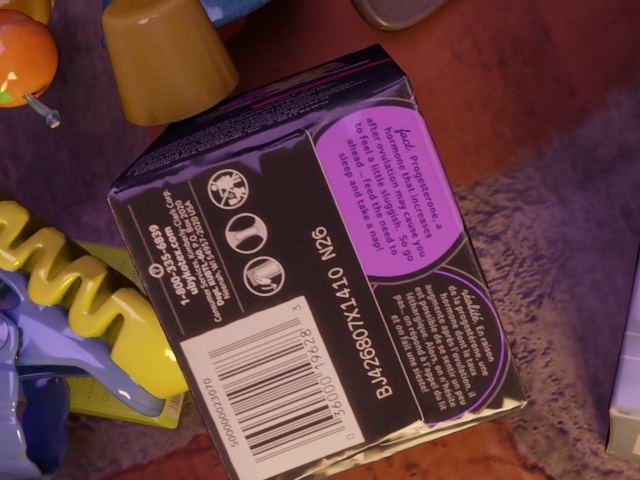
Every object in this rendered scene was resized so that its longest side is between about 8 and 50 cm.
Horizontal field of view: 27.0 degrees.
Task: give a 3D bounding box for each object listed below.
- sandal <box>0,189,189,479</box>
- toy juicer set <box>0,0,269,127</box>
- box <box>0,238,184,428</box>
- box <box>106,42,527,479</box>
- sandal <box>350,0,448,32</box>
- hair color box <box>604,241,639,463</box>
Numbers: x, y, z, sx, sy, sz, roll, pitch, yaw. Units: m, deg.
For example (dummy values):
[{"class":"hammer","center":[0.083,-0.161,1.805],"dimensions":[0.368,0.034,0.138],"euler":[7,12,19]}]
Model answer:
[{"class":"sandal","center":[-0.221,0.029,0.793],"dimensions":[0.317,0.126,0.138],"euler":[34,87,19]},{"class":"toy juicer set","center":[-0.113,-0.164,0.866],"dimensions":[0.209,0.089,0.329],"euler":[-6,34,22]},{"class":"box","center":[-0.169,0.053,0.860],"dimensions":[0.178,0.042,0.109],"euler":[9,76,13]},{"class":"box","center":[0.000,0.000,0.706],"dimensions":[0.143,0.270,0.165],"euler":[-20,100,5]},{"class":"sandal","center":[0.104,-0.224,0.866],"dimensions":[0.219,0.060,0.090],"euler":[-37,101,-6]},{"class":"hair color box","center":[0.247,-0.061,0.742],"dimensions":[0.114,0.185,0.374],"euler":[11,77,14]}]
